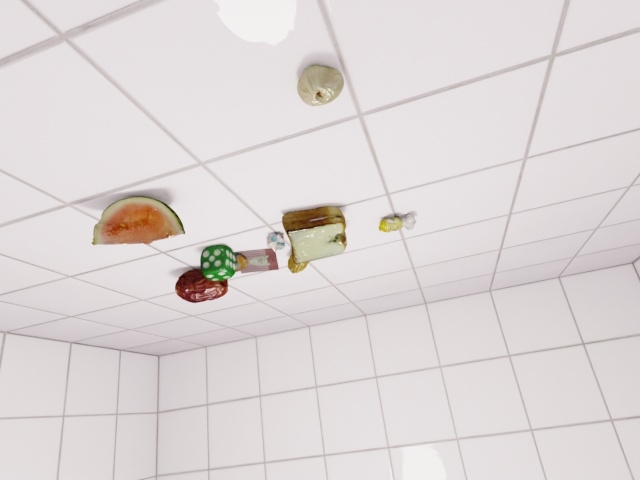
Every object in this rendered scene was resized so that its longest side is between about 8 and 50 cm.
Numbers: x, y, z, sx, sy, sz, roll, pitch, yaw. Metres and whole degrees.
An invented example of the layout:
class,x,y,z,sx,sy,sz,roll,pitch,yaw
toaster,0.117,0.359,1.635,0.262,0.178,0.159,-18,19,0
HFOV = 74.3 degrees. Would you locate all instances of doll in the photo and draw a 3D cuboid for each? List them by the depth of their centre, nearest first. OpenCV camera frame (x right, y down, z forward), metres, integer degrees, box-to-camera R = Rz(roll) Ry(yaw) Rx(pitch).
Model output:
class,x,y,z,sx,sy,sz,roll,pitch,yaw
doll,0.331,-0.071,1.813,0.162,0.062,0.106,-9,162,0

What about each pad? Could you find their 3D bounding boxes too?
class,x,y,z,sx,sy,sz,roll,pitch,yaw
pad,-0.311,0.104,2.079,0.202,0.005,0.300,-6,157,-5

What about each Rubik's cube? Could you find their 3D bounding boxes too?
class,x,y,z,sx,sy,sz,roll,pitch,yaw
Rubik's cube,-0.190,0.010,1.814,0.075,0.073,0.084,-3,158,-14

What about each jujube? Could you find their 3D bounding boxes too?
class,x,y,z,sx,sy,sz,roll,pitch,yaw
jujube,-0.578,0.223,2.064,0.250,0.174,0.174,0,156,-11

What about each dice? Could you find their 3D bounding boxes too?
class,x,y,z,sx,sy,sz,roll,pitch,yaw
dice,-0.448,0.100,1.864,0.120,0.131,0.128,-11,155,8

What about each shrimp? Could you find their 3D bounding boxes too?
class,x,y,z,sx,sy,sz,roll,pitch,yaw
shrimp,-0.426,0.112,2.000,0.161,0.049,0.166,-1,155,-11

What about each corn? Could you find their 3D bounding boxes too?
class,x,y,z,sx,sy,sz,roll,pitch,yaw
corn,-0.093,0.076,1.975,0.097,0.097,0.262,1,149,-20

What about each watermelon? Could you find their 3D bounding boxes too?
class,x,y,z,sx,sy,sz,roll,pitch,yaw
watermelon,-0.599,-0.085,1.400,0.303,0.159,0.128,-5,127,-1

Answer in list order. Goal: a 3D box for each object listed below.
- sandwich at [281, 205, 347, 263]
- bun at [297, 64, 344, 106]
class,x,y,z,sx,sy,sz,roll,pitch,yaw
sandwich,-0.014,-0.023,1.724,0.249,0.095,0.273,-10,148,0
bun,0.001,-0.363,1.012,0.115,0.069,0.115,-7,159,-3
